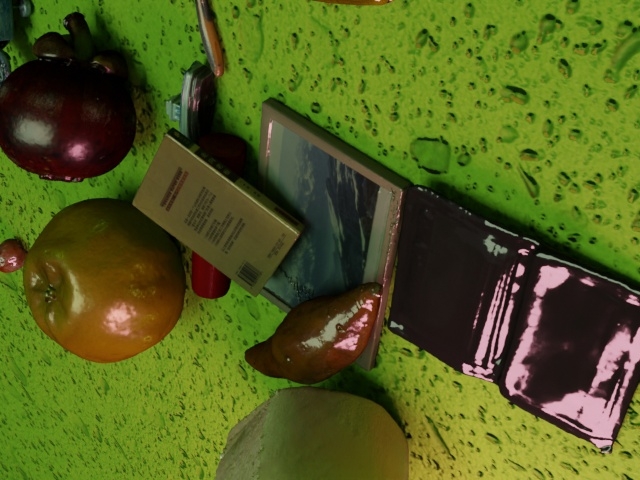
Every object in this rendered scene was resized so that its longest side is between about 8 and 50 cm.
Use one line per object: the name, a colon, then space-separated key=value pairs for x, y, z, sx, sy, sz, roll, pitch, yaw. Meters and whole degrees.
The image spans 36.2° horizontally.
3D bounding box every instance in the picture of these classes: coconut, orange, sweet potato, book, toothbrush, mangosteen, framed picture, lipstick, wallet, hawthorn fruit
coconut: x=-0.013 y=0.360 z=1.400 sx=0.298 sy=0.309 sz=0.297 roll=1 pitch=120 yaw=1
orange: x=-0.359 y=0.067 z=1.612 sx=0.279 sy=0.235 sz=0.279 roll=19 pitch=122 yaw=33
sweet potato: x=-0.012 y=0.142 z=1.356 sx=0.112 sy=0.112 sz=0.359 roll=54 pitch=140 yaw=5
book: x=-0.148 y=-0.036 z=1.381 sx=0.231 sy=0.026 sz=0.161 roll=37 pitch=133 yaw=0
toothbrush: x=-0.167 y=-0.367 z=1.272 sx=0.031 sy=0.023 sz=0.320 roll=15 pitch=125 yaw=50
mangosteen: x=-0.383 y=-0.217 z=1.489 sx=0.215 sy=0.215 sz=0.257 roll=6 pitch=88 yaw=45
framed picture: x=0.000 y=0.000 z=1.346 sx=0.247 sy=0.022 sz=0.335 roll=34 pitch=137 yaw=27
lipstick: x=-0.155 y=-0.033 z=1.453 sx=0.073 sy=0.073 sz=0.279 roll=35 pitch=137 yaw=26
wallet: x=0.223 y=0.091 z=1.150 sx=0.323 sy=0.041 sz=0.247 roll=29 pitch=135 yaw=27
hawthorn fruit: x=-0.661 y=0.043 z=2.031 sx=0.067 sy=0.103 sz=0.066 roll=44 pitch=158 yaw=22

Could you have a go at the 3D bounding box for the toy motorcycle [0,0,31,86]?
toy motorcycle: x=-0.553 y=-0.388 z=1.630 sx=0.136 sy=0.092 sz=0.254 roll=33 pitch=128 yaw=42

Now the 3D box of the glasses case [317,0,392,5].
glasses case: x=-0.008 y=-0.311 z=1.106 sx=0.234 sy=0.064 sz=0.079 roll=21 pitch=122 yaw=39

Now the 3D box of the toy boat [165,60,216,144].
toy boat: x=-0.187 y=-0.190 z=1.385 sx=0.066 sy=0.059 sz=0.140 roll=24 pitch=134 yaw=19
